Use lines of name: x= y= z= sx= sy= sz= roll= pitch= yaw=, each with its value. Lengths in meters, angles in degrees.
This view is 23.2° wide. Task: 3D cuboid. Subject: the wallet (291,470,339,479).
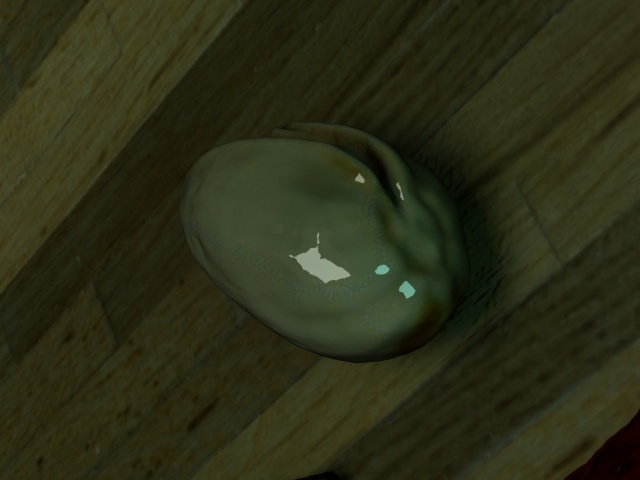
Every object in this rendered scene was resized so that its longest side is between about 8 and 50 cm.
wallet: x=-0.094 y=0.266 z=1.087 sx=0.318 sy=0.045 sz=0.172 roll=-19 pitch=73 yaw=45

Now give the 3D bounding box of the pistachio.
pistachio: x=0.000 y=0.000 z=0.947 sx=0.215 sy=0.144 sz=0.144 roll=23 pitch=104 yaw=50

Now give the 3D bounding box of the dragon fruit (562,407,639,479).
dragon fruit: x=0.262 y=0.128 z=0.707 sx=0.286 sy=0.228 sz=0.329 roll=31 pitch=90 yaw=9
